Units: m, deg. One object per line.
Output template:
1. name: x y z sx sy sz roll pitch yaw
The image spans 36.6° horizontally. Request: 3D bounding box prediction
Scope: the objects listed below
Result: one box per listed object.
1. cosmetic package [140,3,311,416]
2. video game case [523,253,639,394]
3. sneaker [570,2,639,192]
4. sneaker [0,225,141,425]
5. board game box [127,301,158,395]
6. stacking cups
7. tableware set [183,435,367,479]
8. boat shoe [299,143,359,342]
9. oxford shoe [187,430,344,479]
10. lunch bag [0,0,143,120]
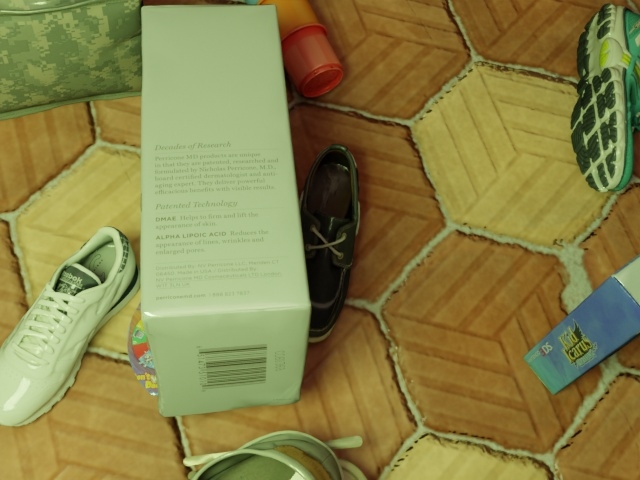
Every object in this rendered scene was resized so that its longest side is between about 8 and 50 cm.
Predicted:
1. cosmetic package: -0.105 -0.040 1.013 0.156 0.217 0.385 -4 55 -7
2. video game case: 0.359 0.044 1.017 0.244 0.269 0.061 -31 74 -18
3. sneaker: 0.389 -0.183 1.224 0.110 0.107 0.275 17 64 -8
4. sneaker: -0.281 0.086 1.027 0.090 0.095 0.235 28 67 5
5. board game box: -0.129 0.106 1.067 0.168 0.033 0.133 5 64 -3
6. stacking cups: -0.059 -0.330 1.249 0.096 0.096 0.316 -25 72 -16
7. tableware set: -0.044 0.274 0.997 0.194 0.039 0.128 -6 78 -3
8. boat shoe: 0.000 0.000 1.107 0.084 0.079 0.233 12 66 -2
9. oxford shoe: -0.157 0.341 0.887 0.449 0.130 0.169 -41 82 -11
10. lunch bag: -0.351 -0.255 1.100 0.287 0.235 0.169 -13 73 -13
